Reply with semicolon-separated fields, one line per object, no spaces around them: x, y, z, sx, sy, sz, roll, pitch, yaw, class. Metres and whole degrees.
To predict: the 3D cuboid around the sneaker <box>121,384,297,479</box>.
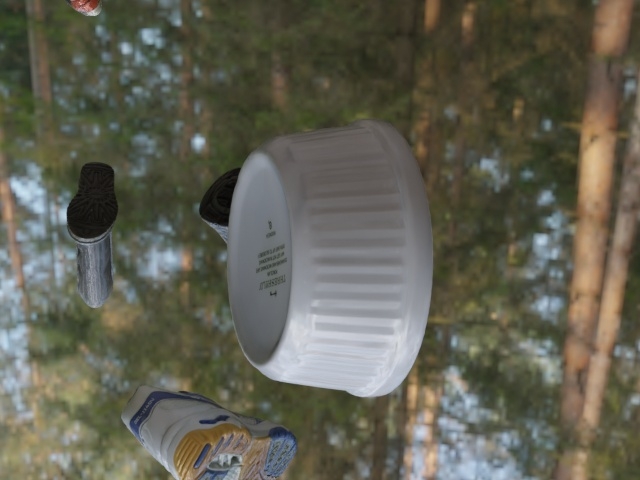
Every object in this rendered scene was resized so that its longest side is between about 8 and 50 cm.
-0.125;0.226;1.642;0.131;0.296;0.112;34;-96;24;sneaker

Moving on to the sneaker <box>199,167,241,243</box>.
0.000;0.000;1.630;0.286;0.130;0.109;19;-117;32;sneaker

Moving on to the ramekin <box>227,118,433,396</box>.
-0.002;0.016;1.362;0.127;0.273;0.273;1;-154;-20;ramekin

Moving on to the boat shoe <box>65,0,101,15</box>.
-0.336;-0.347;1.957;0.049;0.043;0.137;-44;-148;0;boat shoe

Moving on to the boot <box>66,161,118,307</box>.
-0.335;0.014;2.060;0.076;0.208;0.189;12;-144;-5;boot
